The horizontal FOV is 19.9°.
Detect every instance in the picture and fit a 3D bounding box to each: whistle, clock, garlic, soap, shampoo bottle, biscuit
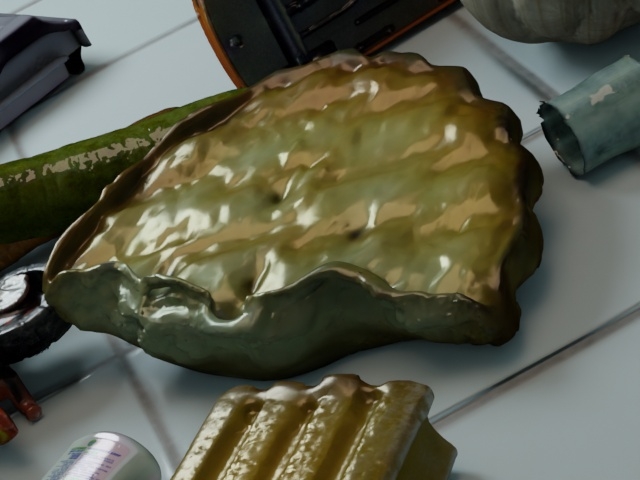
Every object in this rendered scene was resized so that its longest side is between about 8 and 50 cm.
[{"bbox_3d":[0.295,-0.141,1.255,0.312,0.062,0.062,-28,30,-8],"label":"whistle"},{"bbox_3d":[-0.356,-0.142,1.714,0.186,0.083,0.253,11,44,45],"label":"clock"},{"bbox_3d":[0.196,-0.232,1.383,0.228,0.152,0.228,-4,36,3],"label":"garlic"},{"bbox_3d":[-0.029,0.173,0.973,0.140,0.073,0.232,-7,34,31],"label":"soap"},{"bbox_3d":[-0.143,0.158,1.113,0.072,0.043,0.099,2,38,38],"label":"shampoo bottle"},{"bbox_3d":[0.000,0.000,1.205,0.329,0.078,0.335,-36,42,-14],"label":"biscuit"}]

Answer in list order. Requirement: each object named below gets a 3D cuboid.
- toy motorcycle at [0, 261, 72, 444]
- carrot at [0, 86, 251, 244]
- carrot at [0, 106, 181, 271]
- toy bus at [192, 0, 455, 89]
[{"bbox_3d":[-0.306,0.084,1.306,0.298,0.089,0.171,-4,37,31],"label":"toy motorcycle"},{"bbox_3d":[-0.195,-0.040,1.383,0.358,0.074,0.074,-17,28,-11],"label":"carrot"},{"bbox_3d":[-0.198,-0.033,1.454,0.248,0.059,0.059,-31,30,-7],"label":"carrot"},{"bbox_3d":[0.037,-0.246,1.543,0.329,0.143,0.153,-34,21,-14],"label":"toy bus"}]
